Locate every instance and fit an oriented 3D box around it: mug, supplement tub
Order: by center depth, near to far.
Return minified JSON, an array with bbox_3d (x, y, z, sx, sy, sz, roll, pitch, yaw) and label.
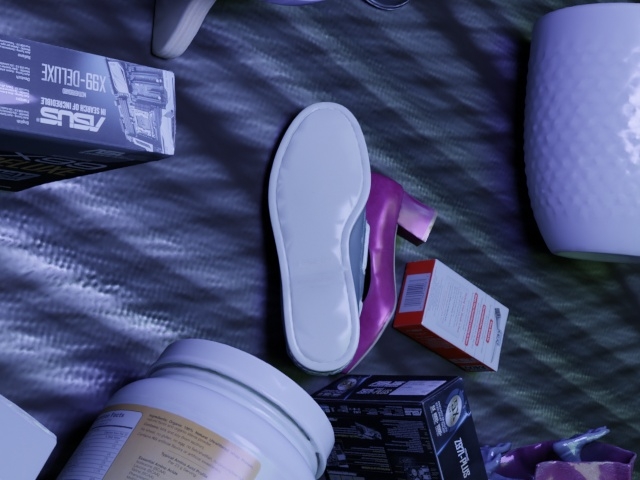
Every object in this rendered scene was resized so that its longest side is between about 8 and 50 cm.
[{"bbox_3d":[-0.140,0.270,1.078,0.228,0.228,0.316,52,52,-29],"label":"supplement tub"},{"bbox_3d":[0.435,-0.132,1.718,0.374,0.276,0.328,23,72,-75],"label":"mug"}]

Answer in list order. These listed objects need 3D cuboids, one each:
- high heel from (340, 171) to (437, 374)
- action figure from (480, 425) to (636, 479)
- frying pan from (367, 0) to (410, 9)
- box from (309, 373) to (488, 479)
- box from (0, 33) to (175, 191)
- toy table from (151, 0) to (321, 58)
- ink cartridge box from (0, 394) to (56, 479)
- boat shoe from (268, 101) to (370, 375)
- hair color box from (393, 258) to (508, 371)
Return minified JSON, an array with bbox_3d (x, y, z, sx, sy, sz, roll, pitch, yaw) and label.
[{"bbox_3d":[0.045,0.035,1.424,0.117,0.082,0.244,28,77,-6],"label":"high heel"},{"bbox_3d":[0.329,0.439,1.529,0.276,0.248,0.370,-11,91,-45],"label":"action figure"},{"bbox_3d":[0.043,-0.424,1.479,0.326,0.053,0.197,34,61,-41],"label":"frying pan"},{"bbox_3d":[0.087,0.234,1.349,0.077,0.180,0.147,-24,103,-45],"label":"box"},{"bbox_3d":[-0.307,-0.105,0.938,0.307,0.242,0.076,6,81,-46],"label":"box"},{"bbox_3d":[-0.105,-0.322,1.230,0.274,0.161,0.252,27,67,-40],"label":"toy table"},{"bbox_3d":[-0.315,0.194,0.932,0.082,0.191,0.139,47,55,-30],"label":"ink cartridge box"},{"bbox_3d":[0.000,0.000,1.372,0.099,0.116,0.319,87,2,-74],"label":"boat shoe"},{"bbox_3d":[0.172,0.101,1.544,0.167,0.053,0.093,33,62,-37],"label":"hair color box"}]
